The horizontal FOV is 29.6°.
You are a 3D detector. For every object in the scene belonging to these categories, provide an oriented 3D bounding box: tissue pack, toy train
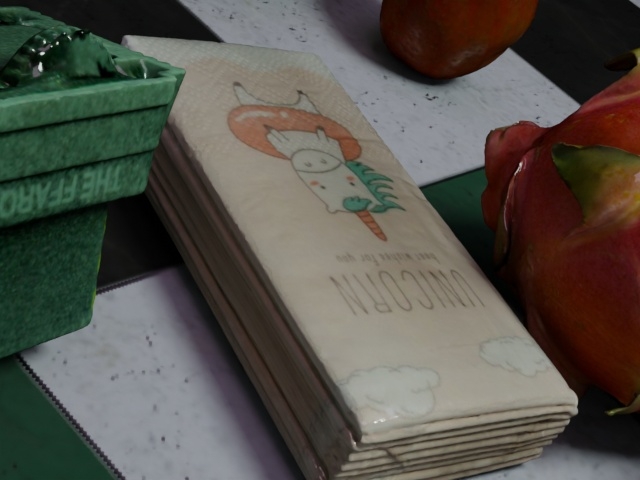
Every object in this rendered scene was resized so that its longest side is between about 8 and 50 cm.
[{"bbox_3d":[0.000,0.000,0.729,0.170,0.071,0.325,1,42,-39],"label":"tissue pack"},{"bbox_3d":[-0.204,-0.012,0.498,0.138,0.178,0.330,23,23,28],"label":"toy train"}]

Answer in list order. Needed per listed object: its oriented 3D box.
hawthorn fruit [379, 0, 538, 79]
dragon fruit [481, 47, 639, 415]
[{"bbox_3d":[0.114,-0.201,1.035,0.133,0.138,0.133,12,49,-14],"label":"hawthorn fruit"},{"bbox_3d":[0.211,0.006,0.768,0.224,0.224,0.227,12,35,-25],"label":"dragon fruit"}]
